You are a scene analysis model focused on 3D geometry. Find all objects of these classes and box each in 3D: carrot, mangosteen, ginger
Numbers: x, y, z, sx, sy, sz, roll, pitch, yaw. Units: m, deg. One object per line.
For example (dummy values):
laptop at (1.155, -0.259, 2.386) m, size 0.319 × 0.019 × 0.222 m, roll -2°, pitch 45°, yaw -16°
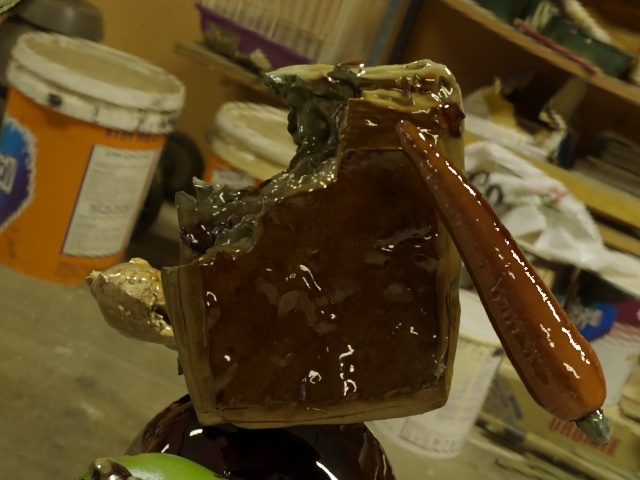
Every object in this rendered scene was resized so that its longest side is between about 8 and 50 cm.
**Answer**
carrot at (0.161, 0.032, 0.874) m, size 0.336 × 0.069 × 0.069 m, roll 60°, pitch 27°, yaw 9°
mangosteen at (-0.076, 0.347, 1.235) m, size 0.381 × 0.381 × 0.421 m, roll 22°, pitch 12°, yaw 3°
ginger at (-0.297, 0.106, 1.844) m, size 0.236 × 0.166 × 0.375 m, roll 14°, pitch 11°, yaw 3°

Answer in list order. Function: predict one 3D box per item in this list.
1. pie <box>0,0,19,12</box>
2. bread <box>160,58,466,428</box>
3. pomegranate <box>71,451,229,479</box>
pie at (-0.330, -0.364, 1.081) m, size 0.055 × 0.274 × 0.274 m, roll 33°, pitch 18°, yaw 2°
bread at (0.000, 0.000, 1.056) m, size 0.314 × 0.370 × 0.191 m, roll -3°, pitch 5°, yaw 6°
pomegranate at (-0.115, 0.229, 0.658) m, size 0.202 × 0.248 × 0.202 m, roll -2°, pitch 53°, yaw 3°
